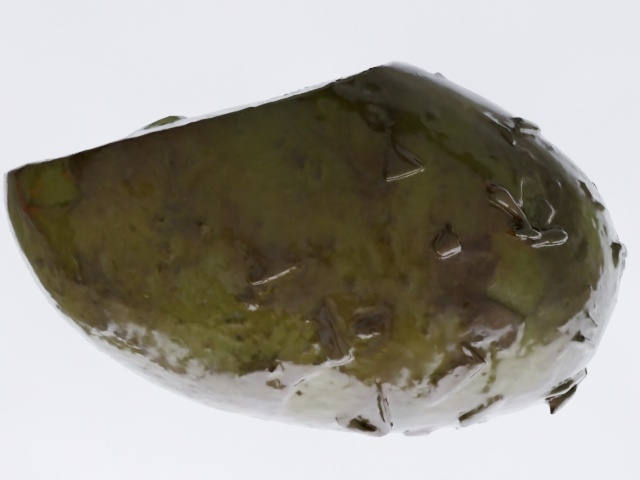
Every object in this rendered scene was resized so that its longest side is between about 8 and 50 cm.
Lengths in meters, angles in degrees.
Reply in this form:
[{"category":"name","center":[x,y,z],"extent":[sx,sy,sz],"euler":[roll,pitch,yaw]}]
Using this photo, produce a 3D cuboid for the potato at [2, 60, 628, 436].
[{"category":"potato","center":[0.000,0.000,0.918],"extent":[0.298,0.141,0.176],"euler":[9,-96,-14]}]
